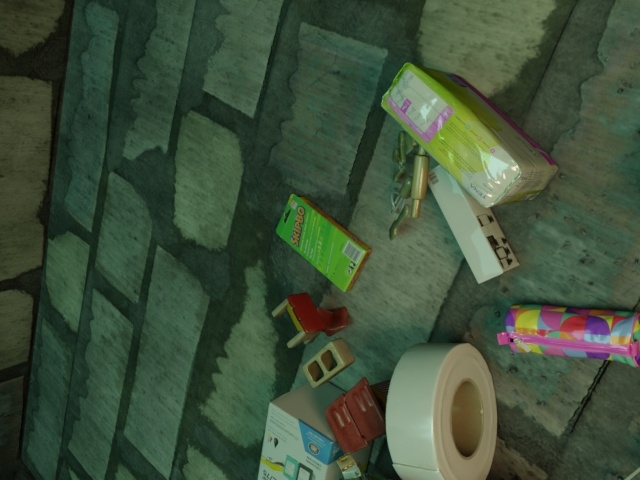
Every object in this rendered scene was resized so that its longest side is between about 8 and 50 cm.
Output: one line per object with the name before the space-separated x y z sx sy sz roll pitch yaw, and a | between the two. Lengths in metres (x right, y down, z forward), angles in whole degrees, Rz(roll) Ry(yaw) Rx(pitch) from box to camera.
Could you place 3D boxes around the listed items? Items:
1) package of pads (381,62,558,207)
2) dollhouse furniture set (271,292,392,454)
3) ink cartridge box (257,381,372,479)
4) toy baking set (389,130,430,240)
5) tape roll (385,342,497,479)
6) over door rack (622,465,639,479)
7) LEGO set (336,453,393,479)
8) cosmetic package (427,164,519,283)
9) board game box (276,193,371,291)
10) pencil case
package of pads | 0.272 -0.194 1.018 0.296 0.229 0.101 50 123 21
dollhouse furniture set | 0.078 0.267 1.272 0.152 0.201 0.374 -46 63 34
ink cartridge box | -0.010 0.523 1.371 0.198 0.197 0.270 21 110 35
toy baking set | 0.182 -0.119 1.159 0.030 0.197 0.256 3 97 -7
tape roll | 0.242 0.342 1.088 0.100 0.286 0.286 -7 93 38
over door rack | 0.483 0.479 0.920 0.108 0.239 0.324 50 135 17
LEGO set | 0.118 0.552 1.277 0.287 0.107 0.132 39 118 -21
cosmetic package | 0.300 -0.041 1.104 0.060 0.098 0.239 -32 78 34
board game box | 0.000 0.000 1.388 0.259 0.039 0.124 38 118 25
pencil case | 0.453 0.170 1.015 0.236 0.104 0.105 -3 95 38
